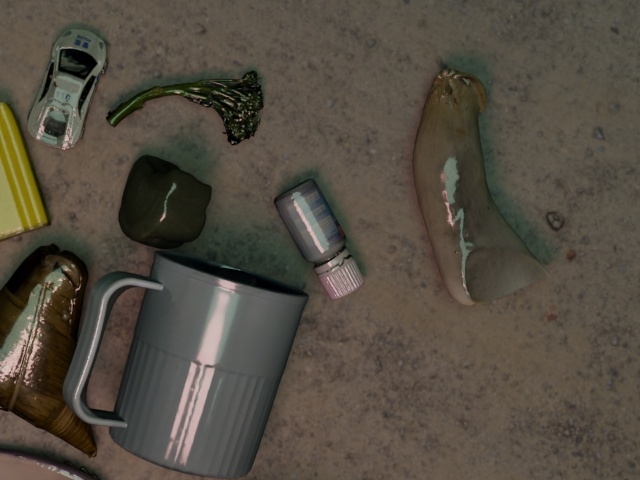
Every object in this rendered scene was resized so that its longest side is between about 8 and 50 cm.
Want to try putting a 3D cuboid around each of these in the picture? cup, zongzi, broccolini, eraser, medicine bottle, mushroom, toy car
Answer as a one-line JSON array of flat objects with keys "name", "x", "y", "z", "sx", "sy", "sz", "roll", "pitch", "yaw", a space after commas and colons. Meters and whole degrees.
[{"name": "cup", "x": -0.201, "y": 0.196, "z": 1.797, "sx": 0.257, "sy": 0.331, "sz": 0.311, "roll": 18, "pitch": 93, "yaw": 29}, {"name": "zongzi", "x": -0.420, "y": 0.185, "z": 1.861, "sx": 0.288, "sy": 0.134, "sz": 0.286, "roll": 37, "pitch": 89, "yaw": -13}, {"name": "broccolini", "x": -0.220, "y": -0.205, "z": 1.902, "sx": 0.271, "sy": 0.062, "sz": 0.123, "roll": -12, "pitch": 79, "yaw": -12}, {"name": "eraser", "x": -0.474, "y": 0.435, "z": 1.888, "sx": 0.243, "sy": 0.059, "sz": 0.204, "roll": -6, "pitch": 92, "yaw": 3}, {"name": "medicine bottle", "x": 0.000, "y": 0.000, "z": 1.928, "sx": 0.083, "sy": 0.083, "sz": 0.203, "roll": -28, "pitch": 95, "yaw": -5}, {"name": "mushroom", "x": 0.244, "y": -0.093, "z": 1.937, "sx": 0.177, "sy": 0.126, "sz": 0.397, "roll": -20, "pitch": 94, "yaw": -16}, {"name": "toy car", "x": -0.418, "y": -0.253, "z": 1.879, "sx": 0.095, "sy": 0.056, "sz": 0.205, "roll": 19, "pitch": 90, "yaw": -6}, {"name": "eraser", "x": -0.549, "y": -0.102, "z": 1.860, "sx": 0.158, "sy": 0.069, "sz": 0.226, "roll": -17, "pitch": 95, "yaw": -8}]

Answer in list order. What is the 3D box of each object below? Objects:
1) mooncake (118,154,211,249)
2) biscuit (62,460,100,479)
[{"name": "mooncake", "x": -0.253, "y": -0.069, "z": 1.853, "sx": 0.104, "sy": 0.175, "sz": 0.168, "roll": 12, "pitch": 131, "yaw": -33}, {"name": "biscuit", "x": -0.409, "y": 0.416, "z": 1.925, "sx": 0.092, "sy": 0.016, "sz": 0.082, "roll": 4, "pitch": 88, "yaw": -6}]
